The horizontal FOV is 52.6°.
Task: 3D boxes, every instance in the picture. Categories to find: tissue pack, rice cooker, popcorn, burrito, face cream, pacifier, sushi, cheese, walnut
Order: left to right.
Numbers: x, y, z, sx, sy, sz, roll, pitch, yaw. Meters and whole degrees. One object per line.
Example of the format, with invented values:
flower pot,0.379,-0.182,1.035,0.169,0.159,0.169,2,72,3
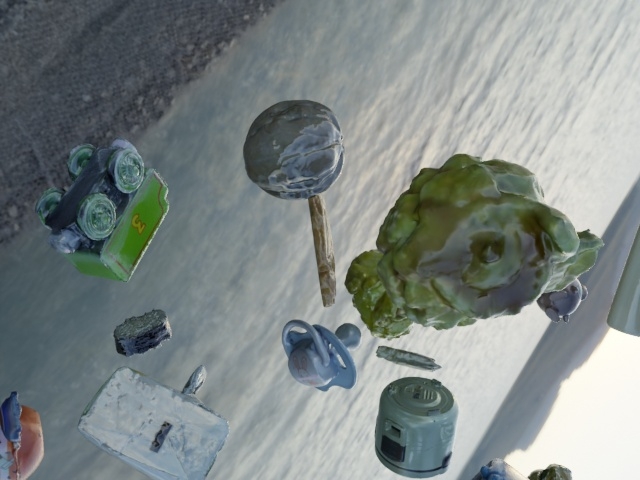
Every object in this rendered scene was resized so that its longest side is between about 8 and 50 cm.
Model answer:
cheese,-0.703,0.448,1.476,0.129,0.217,0.329,-6,151,-31
sushi,-0.468,0.246,1.705,0.150,0.090,0.078,-24,128,-28
tissue pack,-0.202,0.230,0.844,0.145,0.159,0.229,-61,-178,-25
walnut,-0.057,-0.184,1.335,0.224,0.224,0.224,-47,156,-28
pacifier,0.021,0.298,1.814,0.225,0.238,0.287,-29,179,-37
popcorn,0.202,0.160,1.877,0.235,0.241,0.250,-29,129,-24
burrito,0.244,0.329,1.795,0.058,0.188,0.045,87,16,-82
rice cooker,0.250,0.502,1.723,0.226,0.226,0.244,-32,132,-50
popcorn,0.251,0.000,1.058,0.335,0.279,0.274,-33,157,3
face cream,0.675,0.023,1.224,0.081,0.173,0.349,-84,-177,-68

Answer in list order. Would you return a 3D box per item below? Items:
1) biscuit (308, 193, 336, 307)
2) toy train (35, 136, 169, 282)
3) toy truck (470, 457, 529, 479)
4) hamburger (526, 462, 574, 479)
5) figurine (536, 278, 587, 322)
biscuit,0.004,-0.001,1.647,0.269,0.051,0.376,81,1,-58
toy train,-0.485,-0.073,1.483,0.307,0.173,0.249,-68,151,-28
toy truck,0.129,0.421,0.746,0.385,0.161,0.162,-54,164,21
hamburger,0.573,0.730,1.674,0.266,0.134,0.285,58,46,-23
figurine,0.612,0.136,1.653,0.138,0.125,0.125,-36,150,-52
